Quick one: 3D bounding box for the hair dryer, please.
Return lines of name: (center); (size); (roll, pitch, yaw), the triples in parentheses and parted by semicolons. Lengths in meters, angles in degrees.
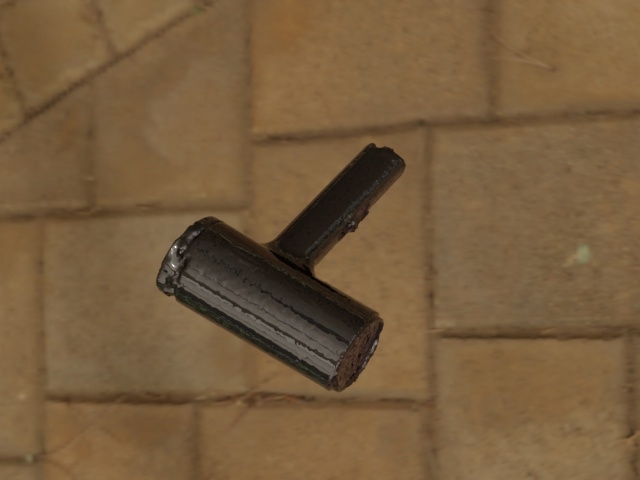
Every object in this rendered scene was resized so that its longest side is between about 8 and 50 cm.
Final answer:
hair dryer: (0.000, 0.000, 1.487); (0.197, 0.089, 0.251); (30, 62, 17)
